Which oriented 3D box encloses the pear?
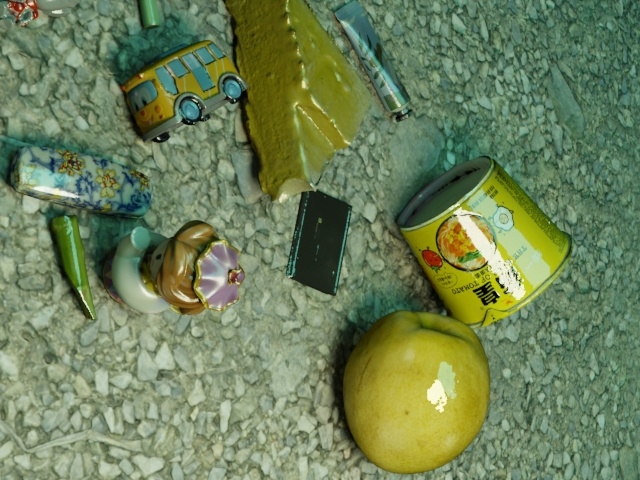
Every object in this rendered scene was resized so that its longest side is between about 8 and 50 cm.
[{"bbox_3d":[0.191,0.292,2.082,0.314,0.314,0.314,8,79,-43],"label":"pear"}]

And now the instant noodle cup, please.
[{"bbox_3d":[0.334,-0.008,2.267,0.254,0.325,0.325,52,52,-14],"label":"instant noodle cup"}]

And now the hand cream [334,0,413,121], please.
[{"bbox_3d":[0.117,-0.379,2.277,0.091,0.058,0.271,-41,107,-43],"label":"hand cream"}]

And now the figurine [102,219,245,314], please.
[{"bbox_3d":[-0.235,0.049,1.728,0.189,0.263,0.142,49,53,-30],"label":"figurine"}]

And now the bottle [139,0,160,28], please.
[{"bbox_3d":[-0.305,-0.417,1.890,0.030,0.030,0.083,-10,90,-44],"label":"bottle"}]

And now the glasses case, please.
[{"bbox_3d":[-0.385,-0.094,1.742,0.248,0.065,0.087,15,75,-41],"label":"glasses case"}]

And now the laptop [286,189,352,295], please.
[{"bbox_3d":[0.000,0.000,2.133,0.135,0.016,0.197,23,68,-38],"label":"laptop"}]

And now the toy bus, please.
[{"bbox_3d":[-0.242,-0.265,1.867,0.209,0.126,0.136,-35,100,-40],"label":"toy bus"}]

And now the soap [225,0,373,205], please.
[{"bbox_3d":[-0.087,-0.288,1.988,0.339,0.169,0.304,51,43,-26],"label":"soap"}]

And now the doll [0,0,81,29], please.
[{"bbox_3d":[-0.446,-0.397,1.727,0.180,0.079,0.094,-34,123,-28],"label":"doll"}]

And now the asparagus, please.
[{"bbox_3d":[-0.397,0.046,1.730,0.045,0.041,0.178,-23,103,-74],"label":"asparagus"}]
